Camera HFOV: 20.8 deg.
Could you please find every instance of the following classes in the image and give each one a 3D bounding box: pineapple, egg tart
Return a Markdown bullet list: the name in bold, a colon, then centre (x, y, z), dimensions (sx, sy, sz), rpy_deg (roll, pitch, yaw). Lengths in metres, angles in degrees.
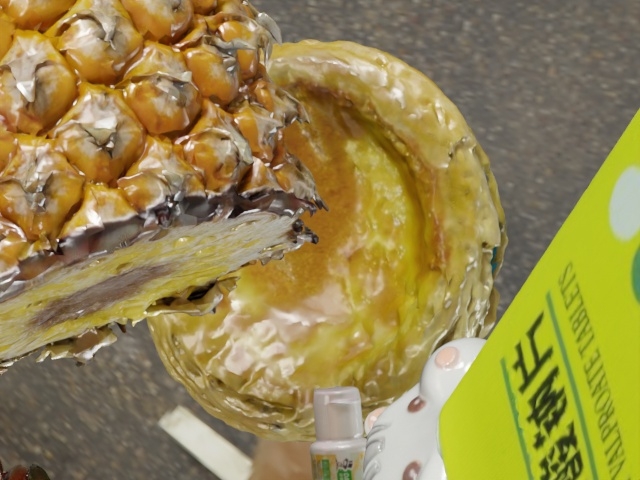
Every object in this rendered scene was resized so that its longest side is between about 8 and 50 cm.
- **pineapple**: centre (-0.186, -0.078, 1.200), dimensions (0.352, 0.352, 0.300), rpy_deg (-14, 70, -24)
- **egg tart**: centre (0.000, 0.000, 1.623), dimensions (0.387, 0.169, 0.388), rpy_deg (3, 100, 18)

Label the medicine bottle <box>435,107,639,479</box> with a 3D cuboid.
- **medicine bottle**: centre (0.141, 0.036, 0.446), dimensions (0.141, 0.137, 0.250), rpy_deg (7, 136, -21)

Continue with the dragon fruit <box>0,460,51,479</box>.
- **dragon fruit**: centre (-0.238, 0.222, 1.252), dimensions (0.121, 0.130, 0.142), rpy_deg (26, 63, -42)

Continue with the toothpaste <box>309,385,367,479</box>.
- **toothpaste**: centre (0.025, 0.280, 1.453), dimensions (0.056, 0.058, 0.314), rpy_deg (-5, 92, -25)

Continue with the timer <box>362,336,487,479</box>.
- **timer**: centre (0.178, 0.134, 1.006), dimensions (0.315, 0.291, 0.291), rpy_deg (-2, 105, 11)
